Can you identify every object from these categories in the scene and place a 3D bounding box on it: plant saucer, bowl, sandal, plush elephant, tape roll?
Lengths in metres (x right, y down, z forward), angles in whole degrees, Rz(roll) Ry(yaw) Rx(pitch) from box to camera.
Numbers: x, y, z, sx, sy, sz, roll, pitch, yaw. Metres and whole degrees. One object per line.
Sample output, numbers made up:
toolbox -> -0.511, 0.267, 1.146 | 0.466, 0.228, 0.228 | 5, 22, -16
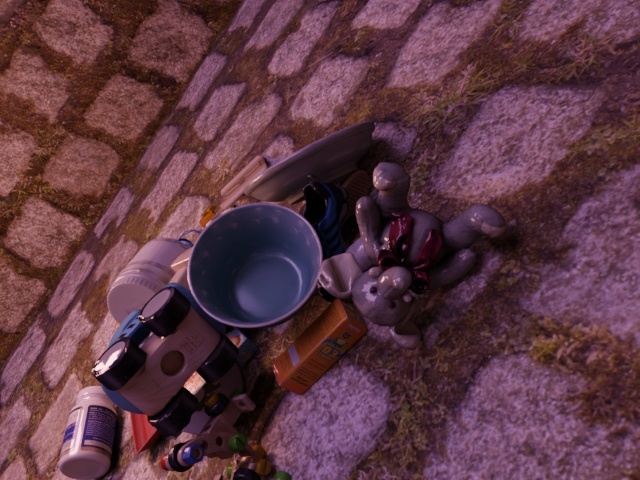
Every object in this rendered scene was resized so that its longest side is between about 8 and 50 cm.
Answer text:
plant saucer -> -0.478, 0.472, 1.844 | 0.259, 0.047, 0.258 | -50, 33, 7
bowl -> -0.139, 0.083, 1.442 | 0.311, 0.163, 0.312 | -3, 63, 6
plant saucer -> -0.012, -0.187, 1.660 | 0.400, 0.100, 0.400 | -28, 0, 0
sandal -> -0.496, 0.052, 2.170 | 0.317, 0.126, 0.138 | -23, 29, 51
plush elephant -> 0.153, 0.054, 1.211 | 0.255, 0.272, 0.330 | -62, 2, -35
tape roll -> -0.302, 0.377, 1.550 | 0.072, 0.219, 0.219 | 81, -146, -74

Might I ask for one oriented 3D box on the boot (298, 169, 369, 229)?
boot -> 0.013, -0.096, 1.673 | 0.207, 0.090, 0.248 | 24, 84, 56

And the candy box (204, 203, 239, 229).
candy box -> -0.328, -0.001, 2.050 | 0.165, 0.070, 0.196 | -28, 42, 36

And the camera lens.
camera lens -> -0.512, 0.137, 1.910 | 0.219, 0.219, 0.274 | -36, 16, 28

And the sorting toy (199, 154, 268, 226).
sorting toy -> -0.300, -0.170, 2.134 | 0.307, 0.041, 0.229 | -43, 20, 5

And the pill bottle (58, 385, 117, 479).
pill bottle -> -0.738, 0.612, 1.957 | 0.153, 0.153, 0.265 | -39, 36, 24

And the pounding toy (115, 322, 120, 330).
pounding toy -> -0.720, 0.308, 2.246 | 0.237, 0.110, 0.183 | -51, 32, 6

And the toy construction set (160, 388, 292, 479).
toy construction set -> -0.213, 0.488, 1.384 | 0.309, 0.257, 0.237 | -58, 5, 40

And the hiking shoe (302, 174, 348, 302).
hiking shoe -> 0.000, 0.000, 1.498 | 0.113, 0.132, 0.304 | -13, 74, 35

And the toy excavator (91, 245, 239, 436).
toy excavator -> -0.373, 0.196, 1.493 | 0.433, 0.222, 0.445 | -50, 26, -19

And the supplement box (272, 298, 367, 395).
supplement box -> -0.004, 0.246, 1.402 | 0.233, 0.078, 0.080 | -48, 33, 12

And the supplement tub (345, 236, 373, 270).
supplement tub -> 0.121, 0.015, 1.453 | 0.107, 0.071, 0.071 | -41, 35, 21

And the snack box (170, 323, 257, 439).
snack box -> -0.334, 0.366, 1.679 | 0.322, 0.060, 0.187 | -47, 34, -10
